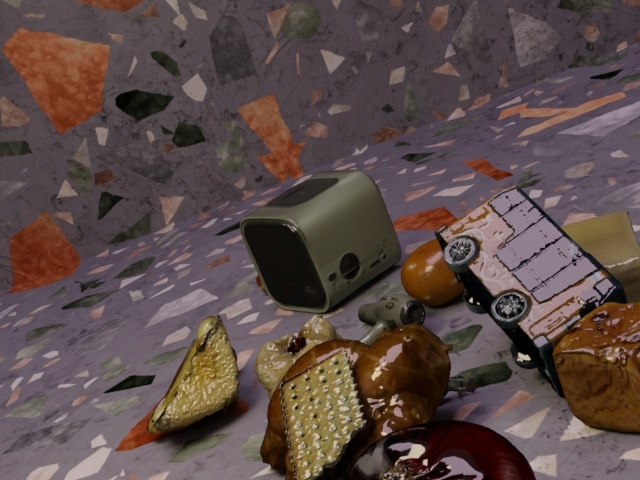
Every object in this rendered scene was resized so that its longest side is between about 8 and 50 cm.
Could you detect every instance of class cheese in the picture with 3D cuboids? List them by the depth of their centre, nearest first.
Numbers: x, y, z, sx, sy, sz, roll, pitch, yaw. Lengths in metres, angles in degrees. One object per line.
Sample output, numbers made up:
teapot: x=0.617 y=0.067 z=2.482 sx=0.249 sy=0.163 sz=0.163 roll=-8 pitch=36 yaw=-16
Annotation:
cheese: x=0.453 y=0.065 z=1.960 sx=0.265 sy=0.124 sz=0.242 roll=-17 pitch=16 yaw=15

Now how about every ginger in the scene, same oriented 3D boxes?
ginger: x=0.048 y=0.283 z=1.751 sx=0.357 sy=0.152 sz=0.274 roll=-16 pitch=47 yaw=32

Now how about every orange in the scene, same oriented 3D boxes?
orange: x=0.242 y=0.067 z=2.215 sx=0.156 sy=0.124 sz=0.156 roll=-37 pitch=15 yaw=11

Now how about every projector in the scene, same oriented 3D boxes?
projector: x=0.000 y=0.000 z=2.493 sx=0.249 sy=0.249 sz=0.248 roll=-33 pitch=20 yaw=-33

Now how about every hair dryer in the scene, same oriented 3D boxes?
hair dryer: x=0.098 y=0.180 z=2.164 sx=0.225 sy=0.088 sz=0.219 roll=-37 pitch=10 yaw=0

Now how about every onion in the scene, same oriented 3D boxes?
onion: x=0.158 y=0.357 z=1.343 sx=0.273 sy=0.285 sz=0.273 roll=-19 pitch=54 yaw=29

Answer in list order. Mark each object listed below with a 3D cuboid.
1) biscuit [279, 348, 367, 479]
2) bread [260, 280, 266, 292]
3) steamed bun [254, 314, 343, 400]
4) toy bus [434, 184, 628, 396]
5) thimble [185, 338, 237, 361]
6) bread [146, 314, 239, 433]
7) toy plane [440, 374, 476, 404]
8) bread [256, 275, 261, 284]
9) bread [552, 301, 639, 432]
biscuit: x=0.004 y=0.268 z=1.666 sx=0.144 sy=0.016 sz=0.203 roll=-32 pitch=40 yaw=14
bread: x=-0.056 y=0.046 z=2.674 sx=0.233 sy=0.076 sz=0.105 roll=-39 pitch=59 yaw=-12
steamed bun: x=-0.046 y=0.230 z=2.044 sx=0.177 sy=0.106 sz=0.192 roll=-31 pitch=21 yaw=14
toy bus: x=0.348 y=0.075 z=1.763 sx=0.194 sy=0.162 sz=0.323 roll=-34 pitch=45 yaw=-3
thimble: x=-0.231 y=0.258 z=2.263 sx=0.104 sy=0.095 sz=0.066 roll=18 pitch=36 yaw=5
bread: x=-0.221 y=0.280 z=2.099 sx=0.252 sy=0.133 sz=0.174 roll=-64 pitch=6 yaw=-26
toy plane: x=0.202 y=0.251 z=1.824 sx=0.120 sy=0.049 sz=0.031 roll=-1 pitch=21 yaw=9
bread: x=-0.091 y=0.017 z=2.827 sx=0.139 sy=0.095 sz=0.269 roll=-23 pitch=19 yaw=22
bread: x=0.440 y=0.184 z=1.556 sx=0.143 sy=0.158 sz=0.149 roll=1 pitch=27 yaw=42
